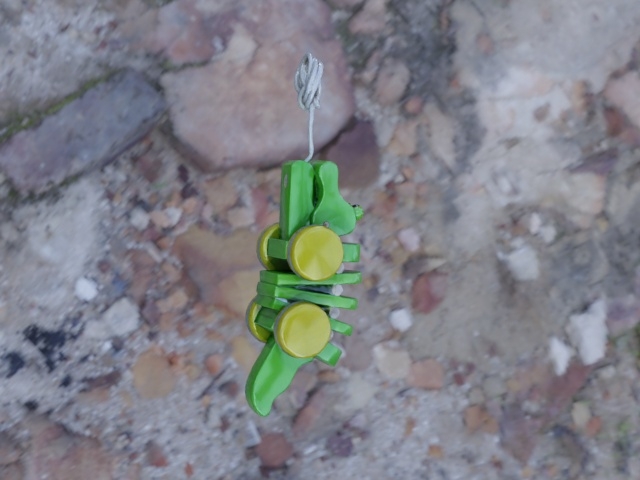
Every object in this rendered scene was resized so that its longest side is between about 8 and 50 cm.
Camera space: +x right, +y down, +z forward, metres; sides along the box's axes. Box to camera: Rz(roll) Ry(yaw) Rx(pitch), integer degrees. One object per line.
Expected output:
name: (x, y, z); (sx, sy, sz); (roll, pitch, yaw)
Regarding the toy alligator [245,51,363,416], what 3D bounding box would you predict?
toy alligator: (0.000, 0.000, 0.682); (0.051, 0.056, 0.189); (10, 90, -23)
